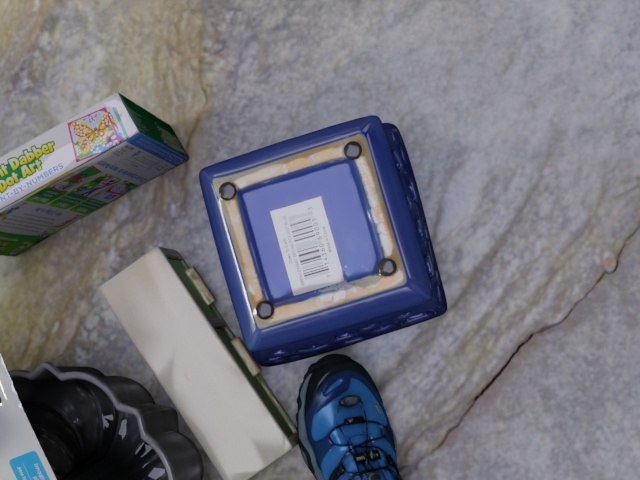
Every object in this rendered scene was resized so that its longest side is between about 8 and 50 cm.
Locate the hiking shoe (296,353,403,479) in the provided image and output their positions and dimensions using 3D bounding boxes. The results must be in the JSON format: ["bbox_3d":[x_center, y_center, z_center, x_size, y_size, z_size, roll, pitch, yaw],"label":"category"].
[{"bbox_3d":[0.060,0.271,1.388,0.113,0.132,0.304,-13,91,-25],"label":"hiking shoe"}]

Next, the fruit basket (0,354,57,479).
[{"bbox_3d":[-0.464,0.188,1.329,0.353,0.165,0.327,-22,92,30],"label":"fruit basket"}]

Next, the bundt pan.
[{"bbox_3d":[-0.257,0.288,1.409,0.331,0.124,0.331,3,96,27],"label":"bundt pan"}]

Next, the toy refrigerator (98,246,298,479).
[{"bbox_3d":[-0.130,0.139,1.447,0.094,0.102,0.269,-36,83,3],"label":"toy refrigerator"}]

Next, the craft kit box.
[{"bbox_3d":[-0.285,-0.065,1.404,0.247,0.250,0.061,-31,85,3],"label":"craft kit box"}]

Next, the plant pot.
[{"bbox_3d":[0.000,0.000,1.385,0.236,0.212,0.236,-16,85,4],"label":"plant pot"}]
